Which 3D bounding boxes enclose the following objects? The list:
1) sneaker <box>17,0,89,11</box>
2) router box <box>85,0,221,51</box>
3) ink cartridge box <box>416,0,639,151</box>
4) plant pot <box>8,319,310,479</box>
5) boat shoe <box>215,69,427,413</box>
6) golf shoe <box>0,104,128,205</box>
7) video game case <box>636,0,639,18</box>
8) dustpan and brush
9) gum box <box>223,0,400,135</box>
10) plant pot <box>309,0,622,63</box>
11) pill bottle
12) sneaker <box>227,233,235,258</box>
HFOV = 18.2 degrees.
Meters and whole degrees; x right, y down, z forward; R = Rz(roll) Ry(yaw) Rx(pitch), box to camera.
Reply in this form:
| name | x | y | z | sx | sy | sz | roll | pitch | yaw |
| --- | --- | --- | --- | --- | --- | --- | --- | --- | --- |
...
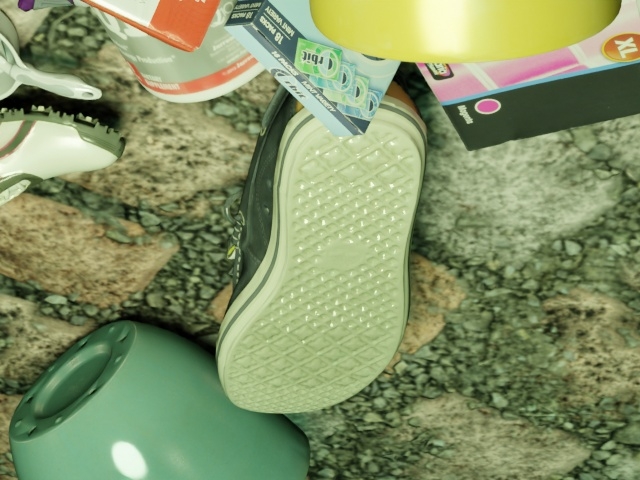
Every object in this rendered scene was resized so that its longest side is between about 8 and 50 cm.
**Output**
| name | x | y | z | sx | sy | sz | roll | pitch | yaw |
| --- | --- | --- | --- | --- | --- | --- | --- | --- | --- |
| sneaker | -0.285 | -0.275 | 1.748 | 0.098 | 0.083 | 0.224 | -12 | 137 | 26 |
| router box | -0.163 | -0.354 | 1.486 | 0.301 | 0.082 | 0.335 | 23 | 92 | -20 |
| ink cartridge box | 0.277 | -0.185 | 1.787 | 0.371 | 0.069 | 0.176 | -14 | 145 | 18 |
| plant pot | -0.196 | 0.229 | 2.176 | 0.293 | 0.293 | 0.235 | -27 | 114 | 32 |
| boat shoe | 0.000 | 0.000 | 1.972 | 0.186 | 0.156 | 0.500 | 2 | 139 | -10 |
| golf shoe | -0.320 | -0.067 | 1.944 | 0.272 | 0.120 | 0.105 | -2 | 169 | 11 |
| video game case | 0.394 | -0.238 | 1.657 | 0.285 | 0.025 | 0.204 | -28 | 136 | -5 |
| dustpan and brush | -0.307 | -0.172 | 1.882 | 0.211 | 0.060 | 0.147 | 9 | 139 | -3 |
| gum box | 0.016 | -0.209 | 1.713 | 0.041 | 0.184 | 0.157 | 0 | 147 | 46 |
| plant pot | 0.110 | -0.292 | 1.563 | 0.254 | 0.254 | 0.239 | 0 | 115 | 7 |
| pill bottle | -0.144 | -0.265 | 1.680 | 0.161 | 0.161 | 0.283 | -13 | 136 | 20 |
| sneaker | -0.066 | -0.007 | 2.073 | 0.035 | 0.031 | 0.083 | 13 | 145 | -29 |
